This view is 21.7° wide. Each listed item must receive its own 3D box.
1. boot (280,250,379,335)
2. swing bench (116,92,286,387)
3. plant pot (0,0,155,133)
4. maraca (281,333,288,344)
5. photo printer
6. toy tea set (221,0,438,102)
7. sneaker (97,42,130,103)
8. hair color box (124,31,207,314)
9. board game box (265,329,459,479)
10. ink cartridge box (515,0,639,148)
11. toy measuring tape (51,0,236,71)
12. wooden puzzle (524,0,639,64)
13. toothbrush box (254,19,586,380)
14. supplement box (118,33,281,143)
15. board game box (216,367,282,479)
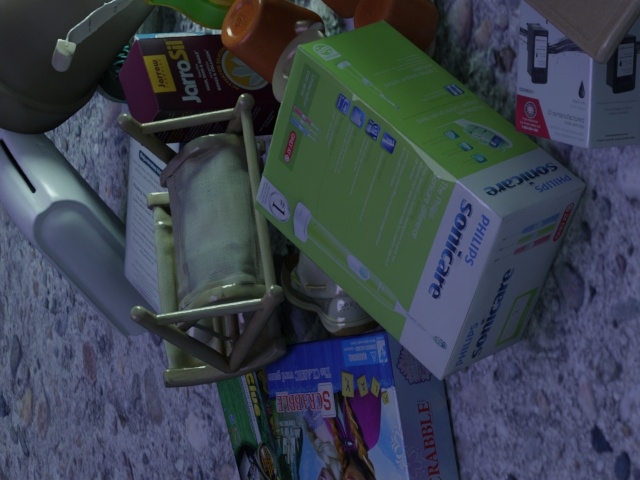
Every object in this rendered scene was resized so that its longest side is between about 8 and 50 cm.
[{"bbox_3d":[0.000,0.000,1.848,0.213,0.077,0.165,-141,38,-66],"label":"boot"},{"bbox_3d":[-0.128,0.006,1.923,0.254,0.165,0.253,80,-179,-68],"label":"swing bench"},{"bbox_3d":[-0.361,-0.347,2.268,0.280,0.323,0.323,-29,68,31],"label":"plant pot"},{"bbox_3d":[-0.102,0.080,2.095,0.185,0.099,0.127,57,157,-7],"label":"maraca"},{"bbox_3d":[-0.359,-0.027,2.382,0.256,0.107,0.307,50,177,46],"label":"photo printer"},{"bbox_3d":[0.023,-0.224,1.797,0.200,0.124,0.336,-56,36,11],"label":"toy tea set"},{"bbox_3d":[-0.302,-0.266,2.436,0.166,0.065,0.076,57,139,37],"label":"sneaker"},{"bbox_3d":[-0.175,-0.082,2.179,0.174,0.105,0.347,40,131,53],"label":"hair color box"},{"bbox_3d":[0.049,0.263,1.873,0.319,0.066,0.317,-16,82,63],"label":"board game box"},{"bbox_3d":[0.223,-0.162,1.428,0.109,0.063,0.150,23,116,59],"label":"ink cartridge box"},{"bbox_3d":[-0.155,-0.267,1.910,0.121,0.330,0.121,33,148,24],"label":"toy measuring tape"},{"bbox_3d":[0.234,-0.279,1.338,0.221,0.044,0.238,-56,38,17],"label":"wooden puzzle"},{"bbox_3d":[0.086,-0.042,1.591,0.283,0.122,0.206,43,136,30],"label":"toothbrush box"},{"bbox_3d":[-0.130,-0.181,1.977,0.081,0.188,0.104,-52,51,54],"label":"supplement box"},{"bbox_3d":[-0.072,0.276,2.124,0.136,0.030,0.259,-9,95,65],"label":"board game box"}]
